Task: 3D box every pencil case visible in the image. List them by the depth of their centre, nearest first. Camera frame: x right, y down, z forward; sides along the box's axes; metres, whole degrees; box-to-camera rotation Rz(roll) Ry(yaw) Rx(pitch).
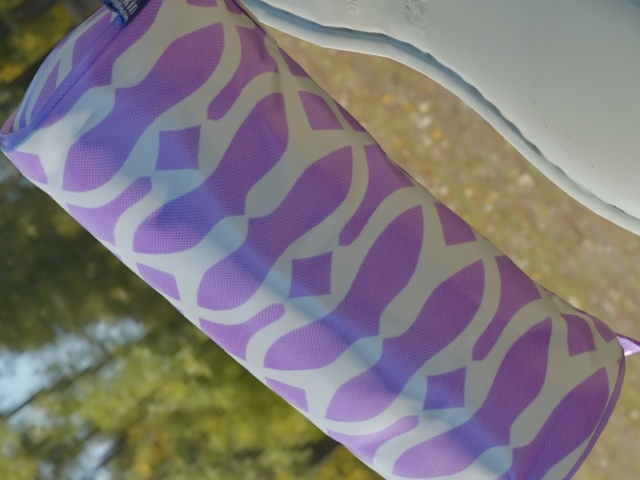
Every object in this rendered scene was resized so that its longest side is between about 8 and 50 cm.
[{"bbox_3d":[0.000,0.000,0.581,0.206,0.088,0.086,44,148,-15],"label":"pencil case"}]

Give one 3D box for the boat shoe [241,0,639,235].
[{"bbox_3d":[0.086,-0.096,0.721,0.324,0.097,0.116,29,139,30],"label":"boat shoe"}]
